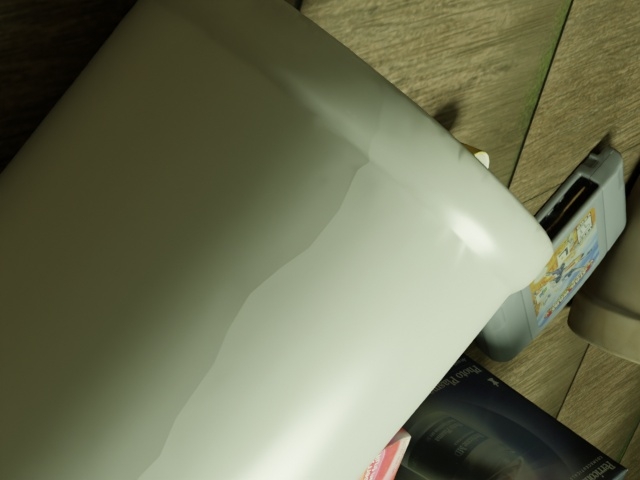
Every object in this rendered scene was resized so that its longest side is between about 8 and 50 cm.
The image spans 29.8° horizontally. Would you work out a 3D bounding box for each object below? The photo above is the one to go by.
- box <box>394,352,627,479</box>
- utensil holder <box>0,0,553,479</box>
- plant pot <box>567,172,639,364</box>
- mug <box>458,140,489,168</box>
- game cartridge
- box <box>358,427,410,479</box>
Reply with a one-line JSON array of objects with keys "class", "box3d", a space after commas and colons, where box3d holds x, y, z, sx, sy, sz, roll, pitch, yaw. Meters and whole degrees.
[{"class": "box", "box3d": [0.163, 0.310, 1.477, 0.296, 0.294, 0.182, -21, 138, -45]}, {"class": "utensil holder", "box3d": [-0.092, 0.056, 0.810, 0.385, 0.327, 0.327, -51, 151, 0]}, {"class": "plant pot", "box3d": [0.552, 0.027, 1.781, 0.323, 0.323, 0.280, -8, 112, -52]}, {"class": "mug", "box3d": [0.133, -0.085, 1.246, 0.062, 0.064, 0.078, -30, 142, -36]}, {"class": "game cartridge", "box3d": [0.320, 0.028, 1.657, 0.297, 0.062, 0.198, -48, 146, -12]}, {"class": "box", "box3d": [-0.038, 0.309, 1.334, 0.154, 0.142, 0.300, -16, 134, -47]}]
